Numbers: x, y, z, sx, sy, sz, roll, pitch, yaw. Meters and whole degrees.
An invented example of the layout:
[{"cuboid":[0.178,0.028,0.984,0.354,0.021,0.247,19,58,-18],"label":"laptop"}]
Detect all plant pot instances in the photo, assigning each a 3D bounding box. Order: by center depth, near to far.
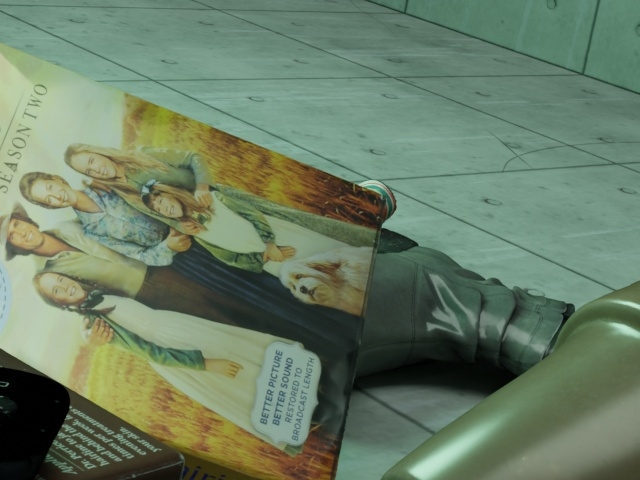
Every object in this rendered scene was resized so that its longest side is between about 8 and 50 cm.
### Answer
[{"cuboid":[0.164,0.177,1.051,0.229,0.263,0.263,-18,27,-20],"label":"plant pot"}]

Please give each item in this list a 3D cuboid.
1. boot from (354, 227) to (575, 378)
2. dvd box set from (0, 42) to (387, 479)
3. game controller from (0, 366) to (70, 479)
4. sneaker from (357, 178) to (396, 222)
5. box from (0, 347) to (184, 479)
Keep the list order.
[{"cuboid":[0.111,0.081,1.504,0.223,0.118,0.338,20,23,15],"label":"boot"},{"cuboid":[-0.170,0.013,1.234,0.420,0.062,0.307,22,47,-9],"label":"dvd box set"},{"cuboid":[-0.297,0.079,0.887,0.319,0.067,0.166,9,16,-2],"label":"game controller"},{"cuboid":[0.000,0.000,1.653,0.057,0.161,0.075,54,27,-3],"label":"sneaker"},{"cuboid":[-0.279,0.179,0.918,0.191,0.143,0.381,24,20,38],"label":"box"}]
